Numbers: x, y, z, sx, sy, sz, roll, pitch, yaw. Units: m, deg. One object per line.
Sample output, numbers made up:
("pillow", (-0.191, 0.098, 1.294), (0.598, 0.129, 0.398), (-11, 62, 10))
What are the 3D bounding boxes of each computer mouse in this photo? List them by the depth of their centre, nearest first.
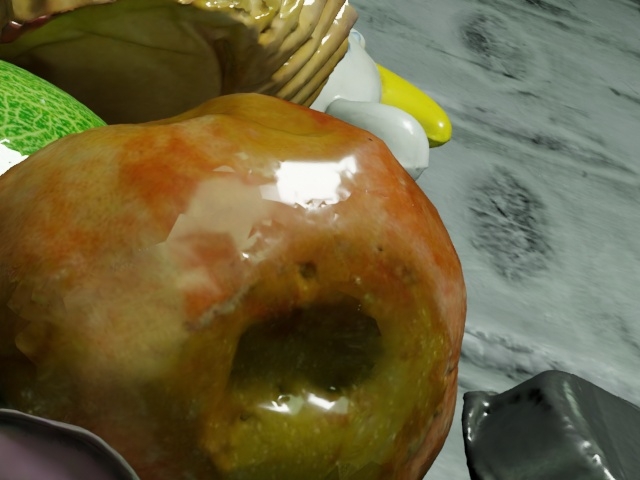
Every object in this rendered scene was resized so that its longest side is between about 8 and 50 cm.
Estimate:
("computer mouse", (0.184, 0.168, 0.891), (0.295, 0.087, 0.168), (33, 13, -7))

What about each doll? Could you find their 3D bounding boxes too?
("doll", (-0.017, -0.112, 1.333), (0.237, 0.111, 0.252), (26, 12, 7))

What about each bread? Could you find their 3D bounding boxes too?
("bread", (-0.107, -0.118, 1.100), (0.274, 0.274, 0.149), (12, 56, -25))

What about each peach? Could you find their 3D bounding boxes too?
("peach", (-0.058, 0.049, 0.773), (0.214, 0.214, 0.235), (35, 27, 30))

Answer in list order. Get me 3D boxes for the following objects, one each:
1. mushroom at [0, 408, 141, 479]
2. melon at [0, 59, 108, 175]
("mushroom", (-0.093, 0.148, 0.623), (0.117, 0.141, 0.188), (49, 7, -46))
("melon", (-0.136, -0.012, 0.953), (0.169, 0.129, 0.265), (17, 20, -21))
